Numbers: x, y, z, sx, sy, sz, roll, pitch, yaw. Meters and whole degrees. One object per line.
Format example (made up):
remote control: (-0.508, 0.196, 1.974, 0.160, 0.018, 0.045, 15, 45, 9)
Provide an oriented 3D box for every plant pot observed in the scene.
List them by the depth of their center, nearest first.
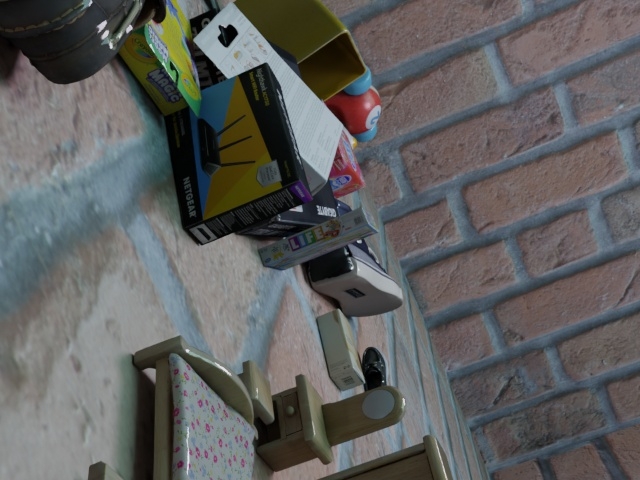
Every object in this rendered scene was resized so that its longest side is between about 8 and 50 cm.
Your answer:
plant pot: (-0.066, -0.357, 1.496, 0.187, 0.212, 0.212, 59, 7, 14)

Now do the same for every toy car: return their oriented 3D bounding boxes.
toy car: (0.039, -0.246, 1.893, 0.219, 0.211, 0.237, 76, 11, -60)

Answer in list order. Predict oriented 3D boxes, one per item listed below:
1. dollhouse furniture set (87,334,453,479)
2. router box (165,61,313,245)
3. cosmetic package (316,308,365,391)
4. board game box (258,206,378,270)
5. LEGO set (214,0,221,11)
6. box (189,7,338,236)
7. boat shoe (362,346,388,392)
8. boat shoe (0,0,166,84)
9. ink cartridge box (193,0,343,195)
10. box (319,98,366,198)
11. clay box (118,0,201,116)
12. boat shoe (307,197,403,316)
dollhouse furniture set: (-0.019, 0.146, 0.632, 0.303, 0.174, 0.355, -103, 168, -47)
router box: (-0.094, -0.097, 0.893, 0.046, 0.133, 0.178, 56, 15, -55)
cosmetic package: (0.032, 0.173, 1.290, 0.060, 0.041, 0.115, 57, 15, -50)
board game box: (0.000, 0.000, 1.147, 0.103, 0.154, 0.026, 28, 41, -77)
LEGO set: (-0.231, -0.508, 1.386, 0.244, 0.060, 0.182, 82, -11, -77)
box: (-0.075, -0.150, 1.173, 0.295, 0.073, 0.293, 4, 67, -71)
boat shoe: (0.100, 0.247, 1.505, 0.142, 0.049, 0.040, -99, 164, -47)
boat shoe: (-0.199, -0.235, 0.695, 0.355, 0.133, 0.130, -82, 160, -55)
ink cartridge box: (-0.071, -0.181, 1.053, 0.232, 0.066, 0.189, 42, 28, -15)
box: (-0.009, -0.156, 1.547, 0.257, 0.128, 0.122, 35, 34, -75)
clay box: (-0.190, -0.241, 0.918, 0.127, 0.053, 0.222, 58, 15, -49)
boat shoe: (0.063, 0.035, 1.507, 0.340, 0.127, 0.158, 46, 32, -66)
